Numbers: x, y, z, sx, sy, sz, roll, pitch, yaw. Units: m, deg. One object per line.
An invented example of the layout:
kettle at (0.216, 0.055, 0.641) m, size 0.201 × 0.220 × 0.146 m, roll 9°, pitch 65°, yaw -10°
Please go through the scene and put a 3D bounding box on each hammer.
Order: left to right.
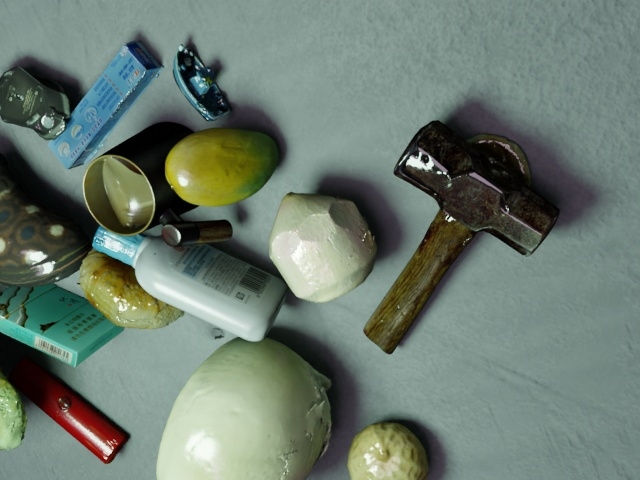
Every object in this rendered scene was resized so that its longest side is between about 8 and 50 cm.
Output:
hammer at (0.173, 0.028, 1.434) m, size 0.242 × 0.095 × 0.409 m, roll 32°, pitch 129°, yaw 3°

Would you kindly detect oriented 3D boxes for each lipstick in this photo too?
lipstick at (-0.524, 0.351, 1.882) m, size 0.279 × 0.073 × 0.073 m, roll 37°, pitch 120°, yaw 7°

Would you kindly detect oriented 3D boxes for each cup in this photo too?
cup at (-0.261, -0.092, 1.530) m, size 0.239 × 0.177 × 0.166 m, roll 17°, pitch 115°, yaw 17°

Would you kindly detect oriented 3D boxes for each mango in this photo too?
mango at (-0.156, -0.123, 1.474) m, size 0.092 × 0.194 × 0.130 m, roll -8°, pitch 105°, yaw 62°

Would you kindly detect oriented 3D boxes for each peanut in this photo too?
peanut at (0.117, 0.392, 1.589) m, size 0.140 × 0.109 × 0.159 m, roll -17°, pitch 115°, yaw 0°

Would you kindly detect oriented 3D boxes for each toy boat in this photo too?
toy boat at (-0.200, -0.261, 1.504) m, size 0.061 × 0.060 × 0.137 m, roll -34°, pitch 87°, yaw 50°

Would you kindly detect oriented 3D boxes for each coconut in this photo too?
coconut at (0.000, 0.000, 1.461) m, size 0.170 × 0.171 × 0.183 m, roll -22°, pitch 102°, yaw 29°

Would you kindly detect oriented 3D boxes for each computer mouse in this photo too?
computer mouse at (-0.514, -0.247, 1.639) m, size 0.192 × 0.062 × 0.106 m, roll 27°, pitch 101°, yaw 25°

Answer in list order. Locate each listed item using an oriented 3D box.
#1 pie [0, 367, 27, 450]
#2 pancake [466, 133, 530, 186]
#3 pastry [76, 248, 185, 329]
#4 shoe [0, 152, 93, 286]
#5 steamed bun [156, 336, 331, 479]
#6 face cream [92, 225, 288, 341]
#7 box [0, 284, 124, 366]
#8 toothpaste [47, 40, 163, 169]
pie at (-0.733, 0.250, 1.793) m, size 0.418 × 0.180 × 0.395 m, roll 54°, pitch 155°, yaw 0°
pancake at (0.256, -0.105, 1.386) m, size 0.129 × 0.022 × 0.116 m, roll 3°, pitch 111°, yaw 18°
pastry at (-0.327, 0.072, 1.627) m, size 0.192 × 0.182 × 0.093 m, roll 35°, pitch 123°, yaw 21°
shoe at (-0.606, -0.050, 1.703) m, size 0.383 × 0.171 × 0.237 m, roll 6°, pitch 116°, yaw 30°
steamed bun at (-0.122, 0.351, 1.569) m, size 0.233 × 0.312 × 0.334 m, roll 19°, pitch 124°, yaw 19°
face cream at (-0.227, 0.056, 1.554) m, size 0.336 × 0.163 × 0.080 m, roll 24°, pitch 120°, yaw 2°
box at (-0.517, 0.150, 1.746) m, size 0.229 × 0.162 × 0.041 m, roll 22°, pitch 117°, yaw 15°
toothpaste at (-0.383, -0.234, 1.603) m, size 0.066 × 0.053 × 0.272 m, roll 50°, pitch 121°, yaw 4°
